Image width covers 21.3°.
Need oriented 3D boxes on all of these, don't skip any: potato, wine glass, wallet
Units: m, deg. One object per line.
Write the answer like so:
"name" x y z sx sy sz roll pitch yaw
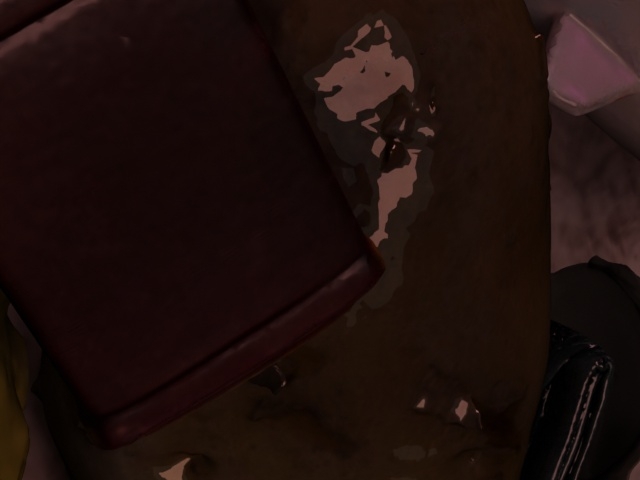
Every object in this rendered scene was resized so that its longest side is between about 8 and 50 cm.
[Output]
"potato" 0.000 0.000 0.538 0.165 0.165 0.262 3 102 -36
"wine glass" 0.170 0.058 0.697 0.183 0.122 0.122 8 95 -36
"wallet" 0.063 0.068 0.615 0.026 0.129 0.088 19 91 -13

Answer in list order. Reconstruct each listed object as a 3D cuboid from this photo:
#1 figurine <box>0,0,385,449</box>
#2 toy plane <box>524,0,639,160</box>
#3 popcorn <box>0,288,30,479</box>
"figurine" -0.052 -0.021 0.414 0.082 0.098 0.154 -33 128 -9
"toy plane" 0.166 -0.048 0.632 0.252 0.118 0.252 17 52 -23
"popcorn" -0.175 0.045 0.363 0.225 0.173 0.286 68 24 -7
